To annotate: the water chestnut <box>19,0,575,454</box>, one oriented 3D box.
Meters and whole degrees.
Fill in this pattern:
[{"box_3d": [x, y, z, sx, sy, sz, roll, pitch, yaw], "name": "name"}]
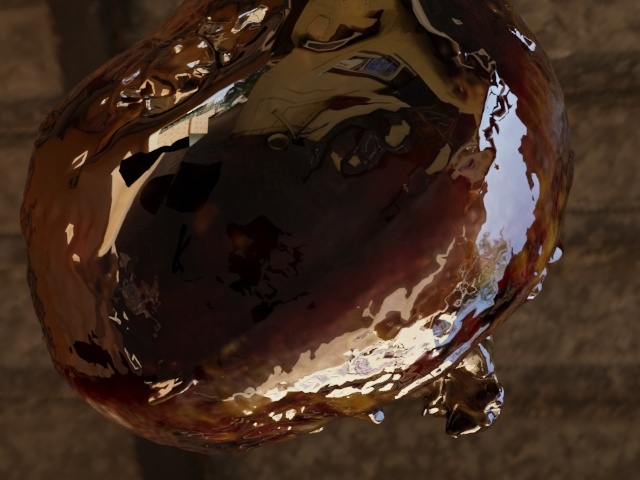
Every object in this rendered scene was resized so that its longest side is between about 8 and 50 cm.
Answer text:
[{"box_3d": [0.000, 0.000, 1.129, 0.350, 0.350, 0.302, -28, -66, 29], "name": "water chestnut"}]
